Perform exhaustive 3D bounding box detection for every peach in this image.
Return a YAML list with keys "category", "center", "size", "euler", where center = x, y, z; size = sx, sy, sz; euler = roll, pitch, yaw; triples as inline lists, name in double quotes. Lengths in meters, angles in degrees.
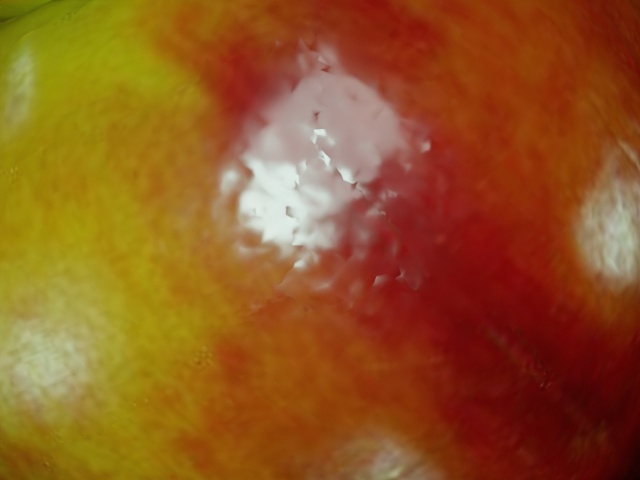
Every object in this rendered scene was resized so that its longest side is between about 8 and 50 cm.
- category: "peach"
  center: [0.000, 0.000, 0.852]
  size: [0.388, 0.388, 0.388]
  euler: [5, 67, -11]
